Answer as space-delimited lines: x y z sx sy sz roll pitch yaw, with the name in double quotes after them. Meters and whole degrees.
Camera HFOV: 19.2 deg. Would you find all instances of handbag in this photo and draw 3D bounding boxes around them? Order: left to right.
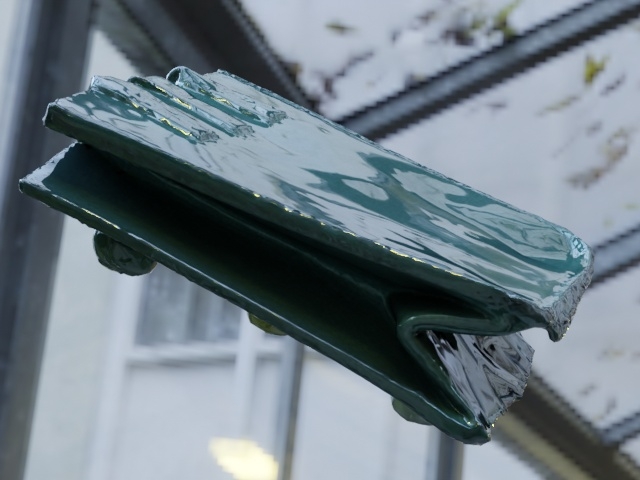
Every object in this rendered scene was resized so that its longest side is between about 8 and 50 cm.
0.000 0.005 1.009 0.274 0.100 0.269 25 13 7 "handbag"
